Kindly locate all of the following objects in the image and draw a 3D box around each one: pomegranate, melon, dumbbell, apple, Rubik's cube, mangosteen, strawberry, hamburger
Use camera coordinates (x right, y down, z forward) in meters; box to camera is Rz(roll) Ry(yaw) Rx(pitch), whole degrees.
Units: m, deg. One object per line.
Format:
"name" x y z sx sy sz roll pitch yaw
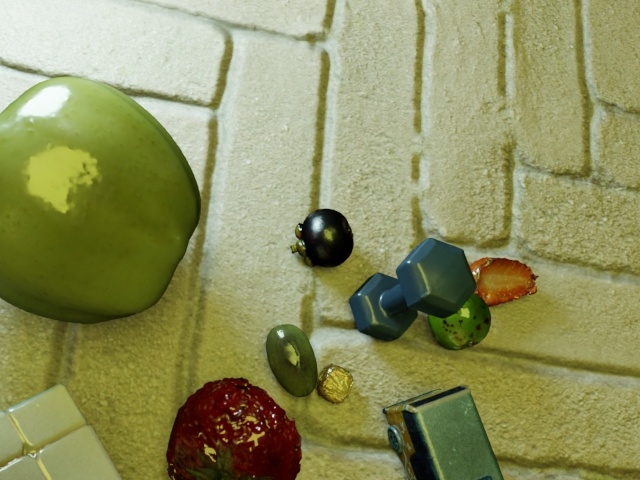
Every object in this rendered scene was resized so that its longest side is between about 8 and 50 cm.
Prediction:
"pomegranate" 0.319 0.167 1.557 0.143 0.122 0.168 -7 76 5
"melon" -0.060 0.257 1.443 0.099 0.099 0.162 -18 80 -19
"dumbbell" 0.186 0.113 1.431 0.144 0.325 0.159 -9 74 -25
"apple" -0.454 -0.067 1.273 0.474 0.473 0.473 5 71 -13
"Rubik's cube" -0.518 0.475 1.080 0.316 0.322 0.318 -25 79 -47
"mangosteen" 0.000 0.000 1.540 0.152 0.137 0.137 -21 76 15
"strawberry" 0.433 0.102 1.640 0.188 0.082 0.121 5 84 -24
"strawberry" -0.157 0.384 1.321 0.274 0.274 0.220 29 30 -4
"hamburger" 0.031 0.313 1.476 0.076 0.044 0.083 34 69 -4

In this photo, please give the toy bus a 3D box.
"toy bus" 0.271 0.478 1.402 0.162 0.194 0.323 -14 76 -20
